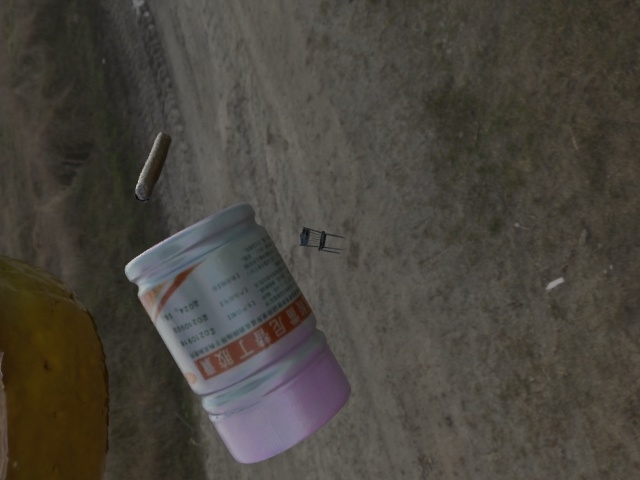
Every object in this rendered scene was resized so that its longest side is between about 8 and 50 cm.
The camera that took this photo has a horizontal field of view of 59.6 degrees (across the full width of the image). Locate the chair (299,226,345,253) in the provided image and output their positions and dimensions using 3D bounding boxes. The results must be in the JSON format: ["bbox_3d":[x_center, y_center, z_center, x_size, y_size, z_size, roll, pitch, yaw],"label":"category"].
[{"bbox_3d":[-0.001,0.000,0.988,0.086,0.042,0.037,10,94,14],"label":"chair"}]

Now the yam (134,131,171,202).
[{"bbox_3d":[-0.432,-0.193,1.449,0.046,0.046,0.264,-56,22,38],"label":"yam"}]

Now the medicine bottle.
[{"bbox_3d":[-0.113,0.126,0.798,0.202,0.202,0.315,-25,96,52],"label":"medicine bottle"}]

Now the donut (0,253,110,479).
[{"bbox_3d":[-0.267,0.134,0.424,0.278,0.108,0.277,-5,81,32],"label":"donut"}]
